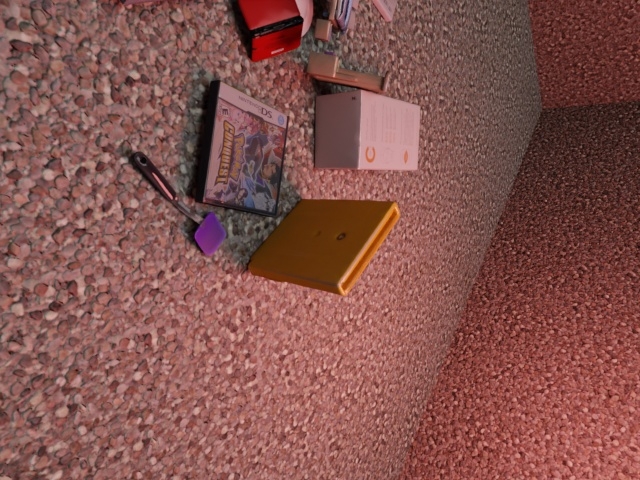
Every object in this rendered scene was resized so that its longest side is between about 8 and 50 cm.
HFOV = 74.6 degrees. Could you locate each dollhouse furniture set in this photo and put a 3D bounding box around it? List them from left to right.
[{"bbox_3d":[0.105,-0.556,1.076,0.286,0.197,0.304,-68,169,-73],"label":"dollhouse furniture set"}]

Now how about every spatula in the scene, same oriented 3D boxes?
[{"bbox_3d":[-0.304,-0.077,0.923,0.296,0.030,0.084,54,51,-39],"label":"spatula"}]

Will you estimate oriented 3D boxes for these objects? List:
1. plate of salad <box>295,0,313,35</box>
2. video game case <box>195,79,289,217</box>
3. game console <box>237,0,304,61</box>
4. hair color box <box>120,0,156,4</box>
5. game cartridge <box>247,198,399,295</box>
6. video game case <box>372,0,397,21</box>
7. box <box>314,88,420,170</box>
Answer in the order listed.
[{"bbox_3d":[-0.095,-0.615,1.066,0.199,0.048,0.200,-10,103,-47],"label":"plate of salad"},{"bbox_3d":[-0.180,-0.209,1.024,0.248,0.035,0.275,9,88,-55],"label":"video game case"},{"bbox_3d":[-0.122,-0.526,1.023,0.143,0.085,0.124,-28,163,-21],"label":"game console"},{"bbox_3d":[-0.239,-0.596,0.821,0.374,0.113,0.186,-35,112,-38],"label":"hair color box"},{"bbox_3d":[0.000,0.000,1.068,0.285,0.323,0.053,-51,128,-30],"label":"game cartridge"},{"bbox_3d":[0.198,-0.886,1.384,0.226,0.026,0.207,27,76,-47],"label":"video game case"},{"bbox_3d":[0.155,-0.328,1.316,0.345,0.168,0.215,-9,104,-49],"label":"box"}]
